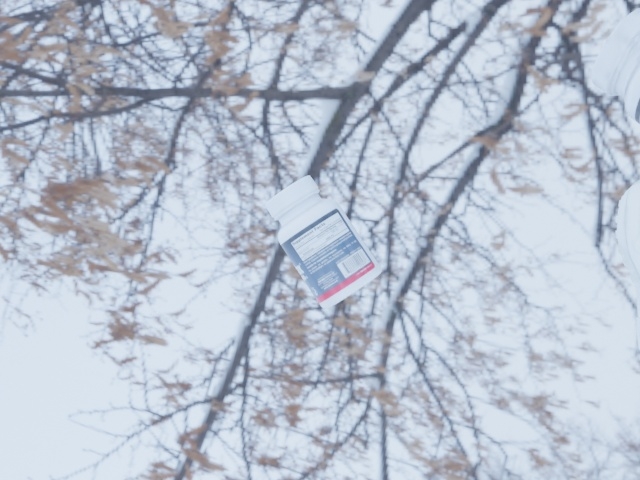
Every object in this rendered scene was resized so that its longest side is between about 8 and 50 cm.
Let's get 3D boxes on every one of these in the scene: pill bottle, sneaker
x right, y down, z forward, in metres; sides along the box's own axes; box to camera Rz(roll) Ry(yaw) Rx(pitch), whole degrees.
[{"bbox_3d":[0.000,0.000,1.360,0.108,0.108,0.180,-32,-92,-41],"label":"pill bottle"},{"bbox_3d":[0.406,0.041,1.043,0.090,0.095,0.235,-19,-79,-9],"label":"sneaker"},{"bbox_3d":[0.708,-0.276,1.719,0.210,0.363,0.210,-35,-30,-25],"label":"pill bottle"}]
